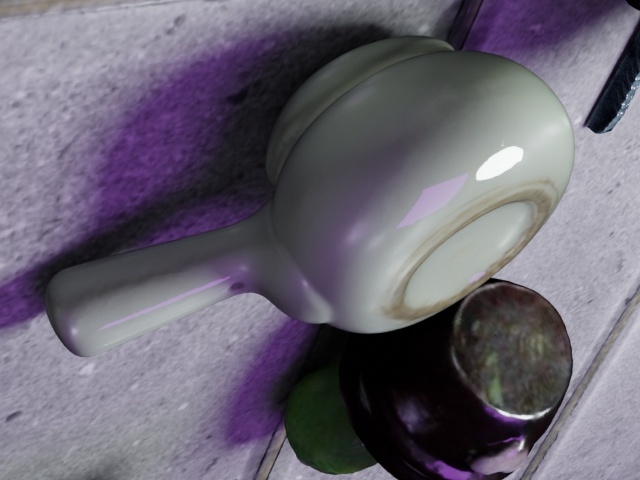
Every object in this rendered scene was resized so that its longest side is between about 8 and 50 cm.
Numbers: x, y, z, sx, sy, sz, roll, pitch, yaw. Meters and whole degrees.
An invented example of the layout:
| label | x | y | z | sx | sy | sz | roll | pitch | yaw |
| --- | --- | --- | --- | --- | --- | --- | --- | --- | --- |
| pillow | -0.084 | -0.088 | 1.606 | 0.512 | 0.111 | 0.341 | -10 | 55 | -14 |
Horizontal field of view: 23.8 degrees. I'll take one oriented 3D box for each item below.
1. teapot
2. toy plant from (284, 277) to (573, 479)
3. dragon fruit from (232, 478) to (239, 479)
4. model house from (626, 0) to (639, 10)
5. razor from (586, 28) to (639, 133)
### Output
| label | x | y | z | sx | sy | sz | roll | pitch | yaw |
| --- | --- | --- | --- | --- | --- | --- | --- | --- | --- |
| teapot | 0.004 | -0.020 | 0.927 | 0.318 | 0.149 | 0.220 | -21 | 152 | -31 |
| toy plant | 0.090 | 0.119 | 1.213 | 0.218 | 0.175 | 0.235 | -5 | 164 | -35 |
| dragon fruit | -0.224 | 0.267 | 1.105 | 0.344 | 0.100 | 0.282 | -8 | 139 | -38 |
| model house | 0.303 | -0.212 | 0.986 | 0.317 | 0.297 | 0.282 | -43 | 113 | 11 |
| razor | 0.253 | -0.154 | 1.151 | 0.066 | 0.033 | 0.190 | -17 | 148 | -38 |
